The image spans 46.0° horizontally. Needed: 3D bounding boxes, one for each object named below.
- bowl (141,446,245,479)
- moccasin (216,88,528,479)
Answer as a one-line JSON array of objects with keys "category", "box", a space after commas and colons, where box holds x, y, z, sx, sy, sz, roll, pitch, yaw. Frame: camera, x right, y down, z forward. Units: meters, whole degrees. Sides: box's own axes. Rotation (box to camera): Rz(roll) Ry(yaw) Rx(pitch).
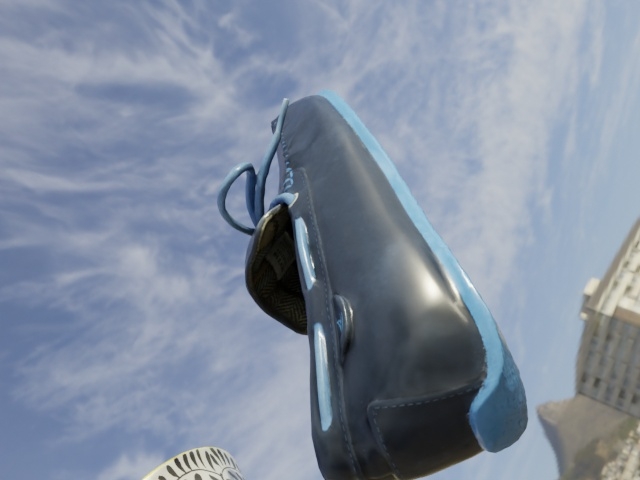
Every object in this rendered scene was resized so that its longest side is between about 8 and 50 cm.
[{"category": "bowl", "box": [-0.079, 0.229, 0.483, 0.170, 0.080, 0.170, -36, -43, -42]}, {"category": "moccasin", "box": [0.000, 0.000, 0.464, 0.116, 0.342, 0.138, -28, -61, 2]}]
